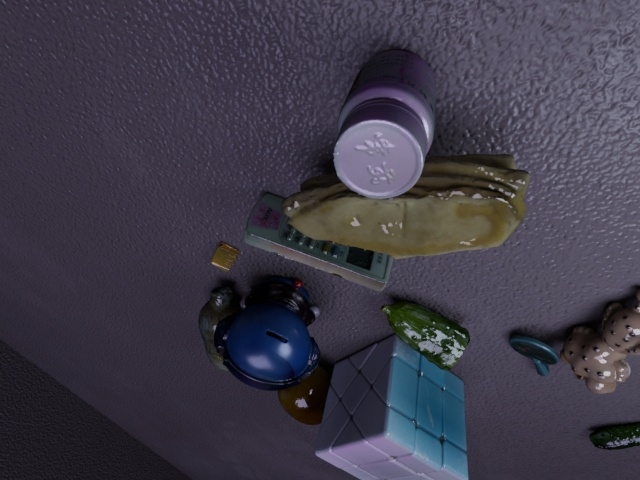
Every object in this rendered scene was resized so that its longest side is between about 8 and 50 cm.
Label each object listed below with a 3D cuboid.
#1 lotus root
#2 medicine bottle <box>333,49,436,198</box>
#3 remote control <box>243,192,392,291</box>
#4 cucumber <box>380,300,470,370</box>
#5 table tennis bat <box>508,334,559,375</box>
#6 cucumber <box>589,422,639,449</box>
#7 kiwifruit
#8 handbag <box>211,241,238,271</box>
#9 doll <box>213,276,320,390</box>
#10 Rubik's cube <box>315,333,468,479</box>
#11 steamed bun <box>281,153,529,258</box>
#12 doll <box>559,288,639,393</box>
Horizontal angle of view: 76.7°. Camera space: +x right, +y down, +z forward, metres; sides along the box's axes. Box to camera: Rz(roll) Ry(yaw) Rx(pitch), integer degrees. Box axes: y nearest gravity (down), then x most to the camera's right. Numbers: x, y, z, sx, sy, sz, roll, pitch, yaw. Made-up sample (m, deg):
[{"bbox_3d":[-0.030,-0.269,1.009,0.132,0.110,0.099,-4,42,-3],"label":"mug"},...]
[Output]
[{"bbox_3d":[-0.301,0.294,1.288,0.174,0.175,0.350,4,129,15],"label":"lotus root"},{"bbox_3d":[0.107,-0.190,0.646,0.151,0.255,0.152,8,134,9],"label":"medicine bottle"},{"bbox_3d":[0.000,-0.001,0.934,0.343,0.145,0.050,20,139,-1],"label":"remote control"},{"bbox_3d":[0.265,0.235,1.084,0.244,0.134,0.134,32,133,-8],"label":"cucumber"},{"bbox_3d":[0.583,0.311,1.090,0.124,0.033,0.201,12,151,47],"label":"table tennis bat"},{"bbox_3d":[0.947,0.593,1.232,0.227,0.069,0.069,-30,118,32],"label":"cucumber"},{"bbox_3d":[-0.033,0.532,1.405,0.195,0.196,0.234,-28,121,36],"label":"kiwifruit"},{"bbox_3d":[-0.270,0.047,1.146,0.061,0.027,0.083,29,133,-9],"label":"handbag"},{"bbox_3d":[-0.132,0.252,1.096,0.283,0.310,0.240,25,132,-5],"label":"doll"},{"bbox_3d":[0.220,0.537,1.237,0.315,0.322,0.318,37,131,-15],"label":"Rubik's cube"},{"bbox_3d":[0.169,-0.064,0.784,0.427,0.189,0.247,-3,134,28],"label":"steamed bun"},{"bbox_3d":[0.684,0.236,0.931,0.119,0.154,0.278,3,137,-23],"label":"doll"}]
